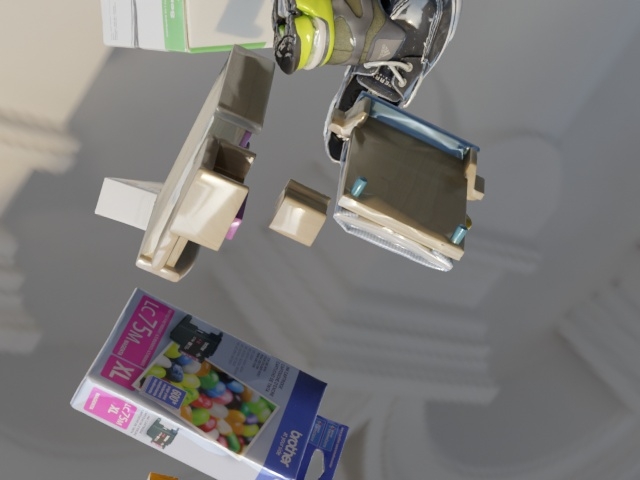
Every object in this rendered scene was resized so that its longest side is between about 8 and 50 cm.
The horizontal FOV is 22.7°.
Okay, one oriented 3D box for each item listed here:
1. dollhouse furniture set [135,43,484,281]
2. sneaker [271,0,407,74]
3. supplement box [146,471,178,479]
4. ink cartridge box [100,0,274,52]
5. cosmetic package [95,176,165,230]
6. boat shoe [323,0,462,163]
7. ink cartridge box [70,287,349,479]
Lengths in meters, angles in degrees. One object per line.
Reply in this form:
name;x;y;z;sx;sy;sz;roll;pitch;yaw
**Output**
dollhouse furniture set;0.000;0.000;1.537;0.303;0.198;0.286;24;-149;-10
sneaker;0.013;-0.263;1.579;0.121;0.111;0.300;7;-135;-12
supplement box;-0.198;0.328;1.864;0.036;0.098;0.062;14;-144;-14
ink cartridge box;-0.147;-0.319;2.123;0.211;0.121;0.289;-9;-168;-29
cosmetic package;-0.226;-0.049;2.337;0.099;0.060;0.239;16;-175;20
boat shoe;0.086;-0.223;2.061;0.108;0.301;0.102;31;-145;-6
ink cartridge box;-0.112;0.189;1.843;0.311;0.065;0.186;29;-146;-4
